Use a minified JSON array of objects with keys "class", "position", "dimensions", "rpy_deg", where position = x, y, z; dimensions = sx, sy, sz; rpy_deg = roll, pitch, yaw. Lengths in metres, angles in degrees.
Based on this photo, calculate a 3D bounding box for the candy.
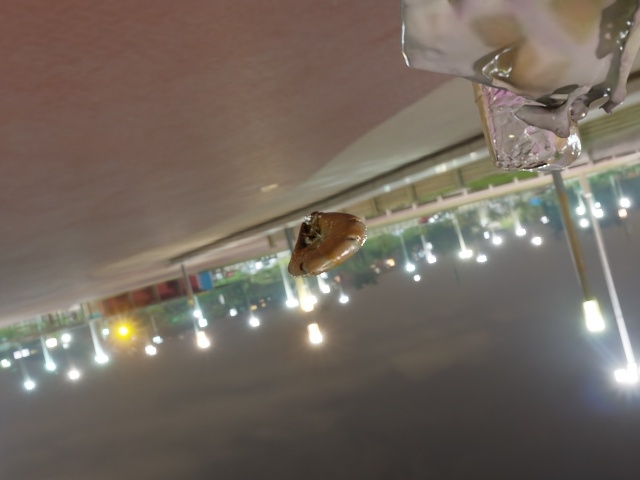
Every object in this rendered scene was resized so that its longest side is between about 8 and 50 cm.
[{"class":"candy","position":[0.122,-0.183,0.384],"dimensions":[0.137,0.195,0.185],"rpy_deg":[14,159,14]}]

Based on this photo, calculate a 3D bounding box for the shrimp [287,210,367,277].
[{"class":"shrimp","position":[-0.001,-0.001,1.226],"dimensions":[0.145,0.061,0.267],"rpy_deg":[-40,-158,2]}]

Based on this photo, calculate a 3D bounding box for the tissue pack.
[{"class":"tissue pack","position":[0.300,-0.206,1.047],"dimensions":[0.123,0.215,0.257],"rpy_deg":[-13,179,27]}]
